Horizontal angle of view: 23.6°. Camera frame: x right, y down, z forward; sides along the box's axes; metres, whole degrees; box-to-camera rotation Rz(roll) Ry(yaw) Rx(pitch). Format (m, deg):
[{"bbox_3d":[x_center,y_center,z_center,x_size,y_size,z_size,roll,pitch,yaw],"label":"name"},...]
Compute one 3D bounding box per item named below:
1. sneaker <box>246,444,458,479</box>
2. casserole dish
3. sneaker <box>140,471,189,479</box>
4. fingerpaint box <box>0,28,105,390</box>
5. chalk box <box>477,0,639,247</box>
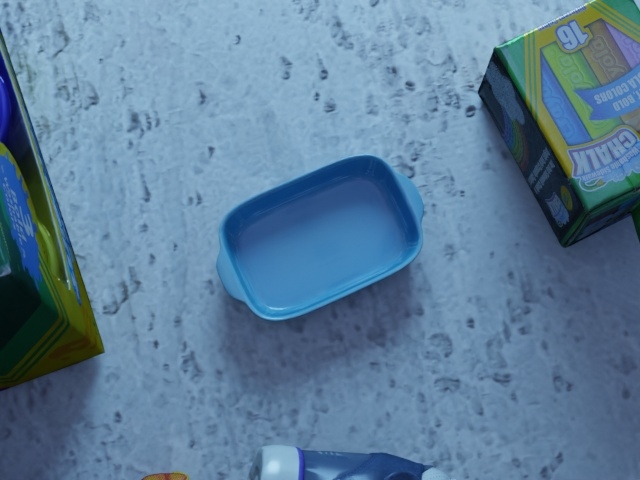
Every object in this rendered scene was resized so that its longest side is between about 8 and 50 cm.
[{"bbox_3d":[0.037,0.329,1.207,0.236,0.130,0.322,13,76,-10],"label":"sneaker"},{"bbox_3d":[0.000,0.000,1.340,0.188,0.037,0.114,-24,78,-6],"label":"casserole dish"},{"bbox_3d":[-0.107,0.275,1.266,0.067,0.064,0.175,-14,81,-16],"label":"sneaker"},{"bbox_3d":[-0.331,-0.117,1.193,0.163,0.371,0.444,-19,77,-3],"label":"fingerpaint box"},{"bbox_3d":[0.246,-0.084,1.312,0.132,0.132,0.213,-27,80,-6],"label":"chalk box"}]
